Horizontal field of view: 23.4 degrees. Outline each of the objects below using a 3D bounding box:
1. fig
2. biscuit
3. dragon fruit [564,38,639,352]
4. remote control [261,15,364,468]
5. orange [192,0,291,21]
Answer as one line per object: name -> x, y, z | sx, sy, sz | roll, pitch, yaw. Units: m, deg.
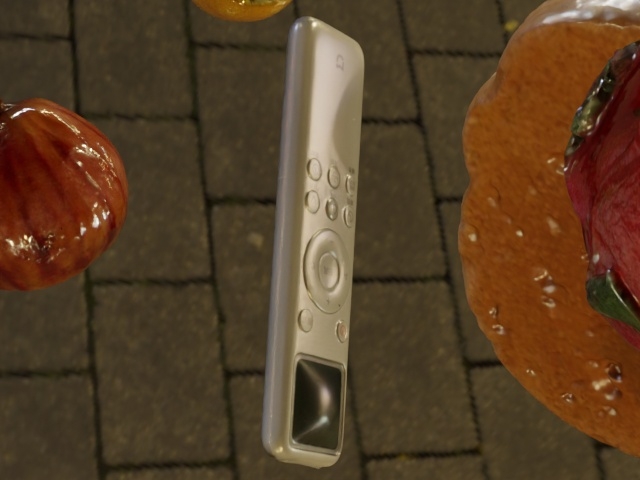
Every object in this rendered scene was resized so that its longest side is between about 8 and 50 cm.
fig -> -0.192, -0.032, 0.967 | 0.150, 0.128, 0.128 | 34, 51, -44
biscuit -> 0.259, -0.003, 1.193 | 0.350, 0.455, 0.078 | 31, 51, 13
dragon fruit -> 0.206, -0.035, 0.535 | 0.269, 0.200, 0.198 | -27, 66, -13
remote control -> 0.000, 0.000, 0.899 | 0.067, 0.029, 0.261 | 21, 69, -54
orange -> -0.085, -0.282, 1.556 | 0.160, 0.112, 0.170 | 15, 36, 8
